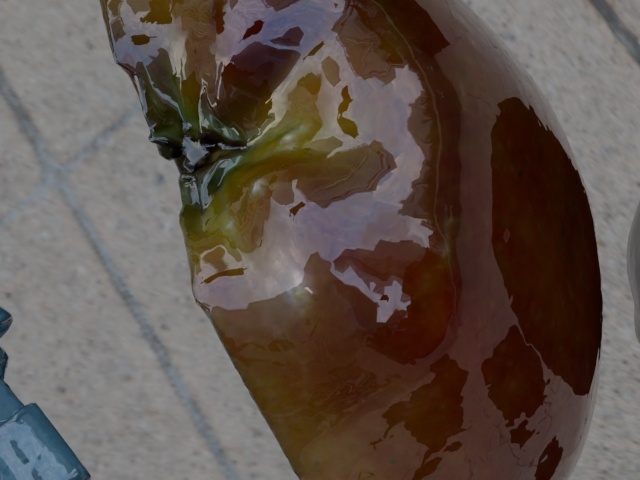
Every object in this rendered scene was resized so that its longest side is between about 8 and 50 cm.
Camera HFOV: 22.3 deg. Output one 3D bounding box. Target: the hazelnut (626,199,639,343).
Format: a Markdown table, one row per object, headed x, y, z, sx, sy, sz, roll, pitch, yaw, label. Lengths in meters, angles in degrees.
| x | y | z | sx | sy | sz | roll | pitch | yaw | label |
| --- | --- | --- | --- | --- | --- | --- | --- | --- | --- |
| 0.374 | -0.019 | 0.946 | 0.421 | 0.421 | 0.353 | -12 | 93 | 22 | hazelnut |

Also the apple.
| x | y | z | sx | sy | sz | roll | pitch | yaw | label |
| --- | --- | --- | --- | --- | --- | --- | --- | --- | --- |
| 0.000 | 0.000 | 0.842 | 0.328 | 0.365 | 0.295 | 24 | 76 | 16 | apple |

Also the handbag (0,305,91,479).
| x | y | z | sx | sy | sz | roll | pitch | yaw | label |
| --- | --- | --- | --- | --- | --- | --- | --- | --- | --- |
| -0.150 | 0.122 | 0.580 | 0.179 | 0.062 | 0.229 | -35 | 68 | -19 | handbag |
